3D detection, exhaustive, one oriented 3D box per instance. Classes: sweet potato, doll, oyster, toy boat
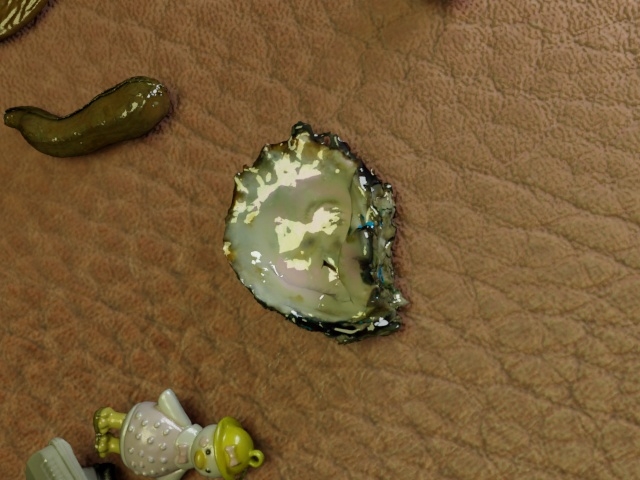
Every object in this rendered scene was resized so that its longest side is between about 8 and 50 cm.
[{"bbox_3d":[-0.285,-0.144,1.693,0.233,0.062,0.081,-10,65,22],"label":"sweet potato"},{"bbox_3d":[-0.161,0.234,1.591,0.207,0.081,0.129,7,105,19],"label":"doll"},{"bbox_3d":[0.003,0.000,1.559,0.198,0.092,0.259,-46,62,9],"label":"oyster"},{"bbox_3d":[-0.232,0.346,1.584,0.269,0.141,0.141,38,97,20],"label":"toy boat"}]

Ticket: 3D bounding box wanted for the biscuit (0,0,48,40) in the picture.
[{"bbox_3d":[-0.434,-0.373,1.785,0.262,0.037,0.262,-2,83,20],"label":"biscuit"}]
